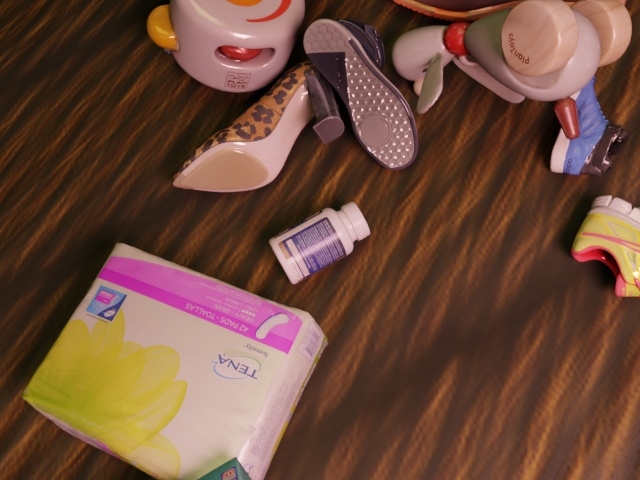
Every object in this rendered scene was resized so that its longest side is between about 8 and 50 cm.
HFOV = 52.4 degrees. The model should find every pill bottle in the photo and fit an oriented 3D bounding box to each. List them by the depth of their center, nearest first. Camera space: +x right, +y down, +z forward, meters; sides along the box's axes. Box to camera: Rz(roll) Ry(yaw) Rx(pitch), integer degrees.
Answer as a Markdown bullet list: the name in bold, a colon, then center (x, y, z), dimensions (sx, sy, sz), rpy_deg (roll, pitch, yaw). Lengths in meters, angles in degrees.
- **pill bottle**: center (0.000, 0.000, 0.833), dimensions (0.120, 0.067, 0.067), rpy_deg (-29, 60, -5)

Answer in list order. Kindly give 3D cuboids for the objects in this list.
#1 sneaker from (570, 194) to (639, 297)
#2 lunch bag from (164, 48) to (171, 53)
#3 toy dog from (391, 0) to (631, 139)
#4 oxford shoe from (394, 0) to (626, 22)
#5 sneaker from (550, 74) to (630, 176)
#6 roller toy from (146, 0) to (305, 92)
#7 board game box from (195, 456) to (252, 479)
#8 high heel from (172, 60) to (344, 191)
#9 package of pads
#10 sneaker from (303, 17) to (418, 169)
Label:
- **sneaker**: center (0.380, 0.038, 0.736), dimensions (0.208, 0.081, 0.094), rpy_deg (37, 81, 33)
- **lunch bag**: center (-0.208, -0.329, 1.065), dimensions (0.071, 0.053, 0.083), rpy_deg (11, 55, 14)
- **toy dog**: center (0.233, -0.210, 0.837), dimensions (0.220, 0.333, 0.161), rpy_deg (-9, 103, -12)
- **oxford shoe**: center (0.268, -0.413, 0.963), dimensions (0.363, 0.133, 0.130), rpy_deg (5, 61, 14)
- **sneaker**: center (0.359, -0.151, 0.845), dimensions (0.084, 0.058, 0.152), rpy_deg (14, 70, 24)
- **roller toy**: center (-0.131, -0.325, 0.971), dimensions (0.191, 0.146, 0.209), rpy_deg (39, 58, 3)
- **board game box**: center (-0.133, 0.331, 0.633), dimensions (0.210, 0.160, 0.047), rpy_deg (-29, 21, -5)
- **high heel**: center (-0.096, -0.169, 0.952), dimensions (0.261, 0.093, 0.186), rpy_deg (-21, 43, 8)
- **package of pads**: center (-0.171, 0.154, 0.765), dimensions (0.296, 0.101, 0.229), rpy_deg (17, 66, 20)
- **sneaker**: center (0.075, -0.216, 0.926), dimensions (0.086, 0.163, 0.226), rpy_deg (-29, 100, 21)
